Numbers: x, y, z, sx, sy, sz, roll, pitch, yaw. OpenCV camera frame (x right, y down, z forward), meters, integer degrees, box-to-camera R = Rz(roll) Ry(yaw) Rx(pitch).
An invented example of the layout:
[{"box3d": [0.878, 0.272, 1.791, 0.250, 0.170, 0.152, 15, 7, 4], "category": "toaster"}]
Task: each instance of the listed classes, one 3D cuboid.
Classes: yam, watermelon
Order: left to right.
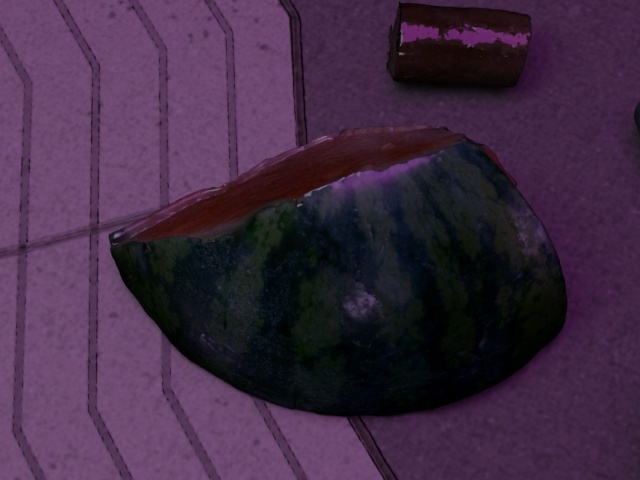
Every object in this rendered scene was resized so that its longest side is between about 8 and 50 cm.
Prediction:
[{"box3d": [0.013, 0.003, 1.146, 0.292, 0.222, 0.319, -33, 71, -17], "category": "watermelon"}, {"box3d": [0.128, -0.182, 1.294, 0.127, 0.084, 0.084, 7, 67, -1], "category": "yam"}]

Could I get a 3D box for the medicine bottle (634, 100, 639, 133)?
[{"box3d": [0.353, -0.044, 1.233, 0.083, 0.083, 0.203, -16, 69, -6], "category": "medicine bottle"}]
